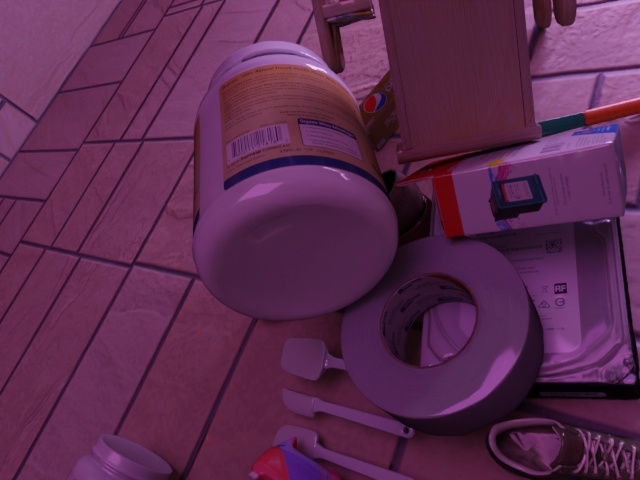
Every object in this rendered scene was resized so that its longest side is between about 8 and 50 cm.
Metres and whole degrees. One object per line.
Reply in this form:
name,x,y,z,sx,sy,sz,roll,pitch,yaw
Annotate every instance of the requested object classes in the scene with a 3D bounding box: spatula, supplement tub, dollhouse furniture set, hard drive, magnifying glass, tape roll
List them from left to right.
supplement tub,-0.321,0.405,0.791,0.144,0.144,0.200,15,70,42
supplement tub,-0.044,-0.086,0.681,0.228,0.228,0.317,-28,45,18
spatula,0.027,0.220,0.707,0.241,0.019,0.169,-1,74,43
tape roll,0.135,0.104,0.621,0.219,0.072,0.219,-19,50,24
dollhouse furniture set,0.179,-0.289,0.786,0.361,0.257,0.394,-9,18,11
hard drive,0.253,0.025,0.689,0.236,0.064,0.339,-8,55,32
magnifying glass,0.339,-0.161,0.753,0.230,0.092,0.026,-14,92,19

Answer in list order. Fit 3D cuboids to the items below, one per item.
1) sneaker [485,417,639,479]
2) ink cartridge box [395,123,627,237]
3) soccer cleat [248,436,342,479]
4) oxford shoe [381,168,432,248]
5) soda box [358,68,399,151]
sneaker,0.256,0.216,0.534,0.192,0.086,0.064,-3,59,35
ink cartridge box,0.221,-0.065,0.630,0.230,0.078,0.134,-8,14,33
soccer cleat,0.021,0.325,0.641,0.247,0.083,0.095,25,36,32
oxford shoe,0.000,0.000,0.844,0.348,0.130,0.123,-34,46,13
soda box,0.129,-0.253,0.976,0.181,0.058,0.061,-50,46,-4
